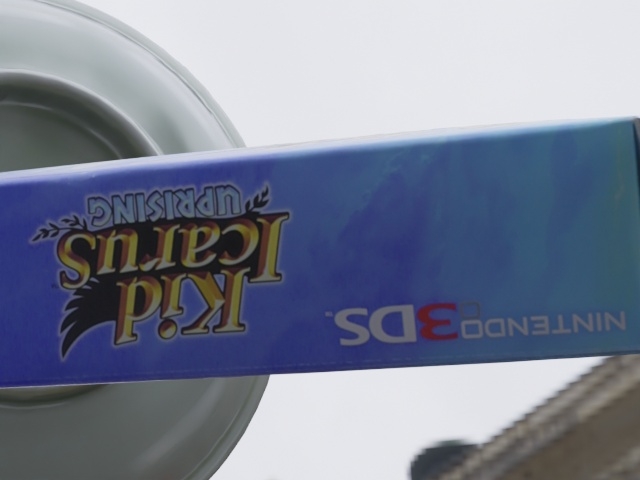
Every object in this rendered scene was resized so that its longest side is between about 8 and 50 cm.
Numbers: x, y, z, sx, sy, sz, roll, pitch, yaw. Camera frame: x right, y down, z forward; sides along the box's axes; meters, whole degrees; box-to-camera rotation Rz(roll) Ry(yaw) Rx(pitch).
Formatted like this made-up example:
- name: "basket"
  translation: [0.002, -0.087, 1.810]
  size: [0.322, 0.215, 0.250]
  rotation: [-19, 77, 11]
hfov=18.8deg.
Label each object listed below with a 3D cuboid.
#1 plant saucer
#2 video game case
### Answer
- name: "plant saucer"
  translation: [-0.199, 0.005, 1.235]
  size: [0.400, 0.400, 0.100]
  rotation: [20, -23, -15]
- name: "video game case"
  translation: [0.000, 0.000, 0.601]
  size: [0.269, 0.244, 0.061]
  rotation: [-4, -87, 23]
